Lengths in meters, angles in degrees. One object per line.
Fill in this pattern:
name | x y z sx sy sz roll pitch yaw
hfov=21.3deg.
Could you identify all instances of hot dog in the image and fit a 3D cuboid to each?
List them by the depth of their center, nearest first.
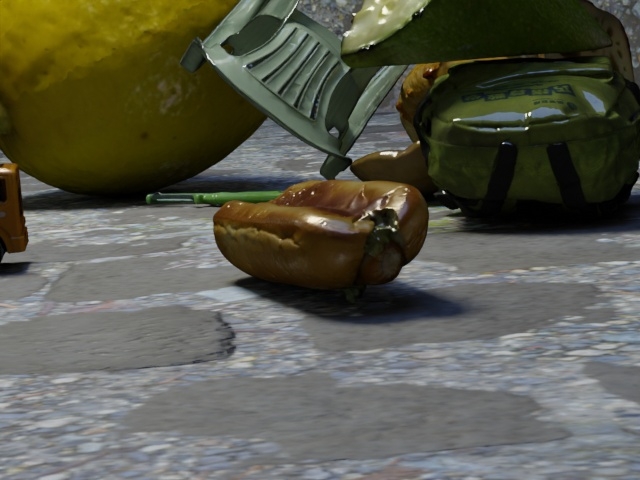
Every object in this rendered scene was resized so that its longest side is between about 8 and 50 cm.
hot dog | 0.000 0.000 1.122 0.100 0.068 0.249 -17 8 -17

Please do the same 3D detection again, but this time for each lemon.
lemon | -0.245 -0.208 1.936 0.364 0.364 0.364 -4 7 0

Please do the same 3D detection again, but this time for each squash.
squash | 0.168 -0.179 1.524 0.111 0.203 0.289 2 -26 43

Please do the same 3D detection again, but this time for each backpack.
backpack | 0.181 -0.085 1.472 0.207 0.140 0.253 -3 13 7

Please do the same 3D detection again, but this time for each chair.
chair | -0.012 -0.193 1.754 0.203 0.274 0.190 36 -26 -5

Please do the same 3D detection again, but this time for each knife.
knife | -0.083 -0.043 1.757 0.212 0.015 0.054 0 0 35

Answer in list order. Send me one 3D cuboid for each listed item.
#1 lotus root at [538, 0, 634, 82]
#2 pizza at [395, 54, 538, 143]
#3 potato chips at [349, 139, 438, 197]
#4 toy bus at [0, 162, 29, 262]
lotus root | 0.260 -0.180 2.022 0.180 0.188 0.199 -13 -20 39
pizza | 0.195 -0.129 1.875 0.226 0.086 0.335 25 -18 -4
potato chips | 0.124 -0.081 1.705 0.195 0.061 0.208 -22 -2 -15
toy bus | -0.332 -0.016 1.344 0.195 0.088 0.083 -4 8 -8
